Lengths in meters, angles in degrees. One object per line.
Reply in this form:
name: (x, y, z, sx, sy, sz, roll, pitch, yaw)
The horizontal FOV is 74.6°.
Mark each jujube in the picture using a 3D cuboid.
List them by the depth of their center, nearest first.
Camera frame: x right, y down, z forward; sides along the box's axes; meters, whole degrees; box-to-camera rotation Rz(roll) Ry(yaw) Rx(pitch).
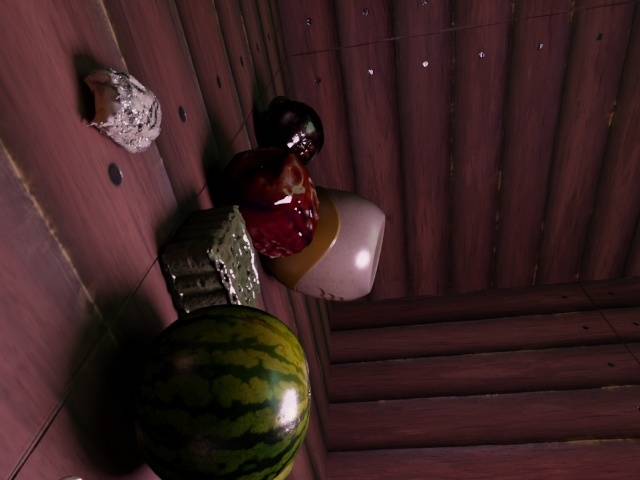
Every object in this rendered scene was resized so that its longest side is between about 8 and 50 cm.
jujube: (-0.133, -0.100, 1.172, 0.377, 0.258, 0.259, 65, 20, -66)

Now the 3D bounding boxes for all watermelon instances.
watermelon: (-0.148, 0.242, 0.666, 0.285, 0.285, 0.285, -6, 90, -83)

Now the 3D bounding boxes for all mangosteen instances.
mangosteen: (-0.135, -0.418, 1.644, 0.233, 0.287, 0.288, -61, 158, -23)

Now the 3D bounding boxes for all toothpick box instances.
toothpick box: (0.000, 0.000, 1.522, 0.409, 0.425, 0.409, 11, 90, -79)

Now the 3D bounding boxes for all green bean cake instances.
green bean cake: (-0.217, 0.067, 0.911, 0.255, 0.132, 0.241, -81, 159, -65)

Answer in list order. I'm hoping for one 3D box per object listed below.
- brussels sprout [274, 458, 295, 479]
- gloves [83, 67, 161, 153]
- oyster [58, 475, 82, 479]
brussels sprout: (-0.131, 0.591, 1.150, 0.149, 0.122, 0.152, -88, 171, -64)
gloves: (-0.300, -0.201, 0.669, 0.153, 0.070, 0.114, -16, 99, -85)
oyster: (-0.262, 0.297, 0.258, 0.201, 0.107, 0.354, 46, 0, 12)
